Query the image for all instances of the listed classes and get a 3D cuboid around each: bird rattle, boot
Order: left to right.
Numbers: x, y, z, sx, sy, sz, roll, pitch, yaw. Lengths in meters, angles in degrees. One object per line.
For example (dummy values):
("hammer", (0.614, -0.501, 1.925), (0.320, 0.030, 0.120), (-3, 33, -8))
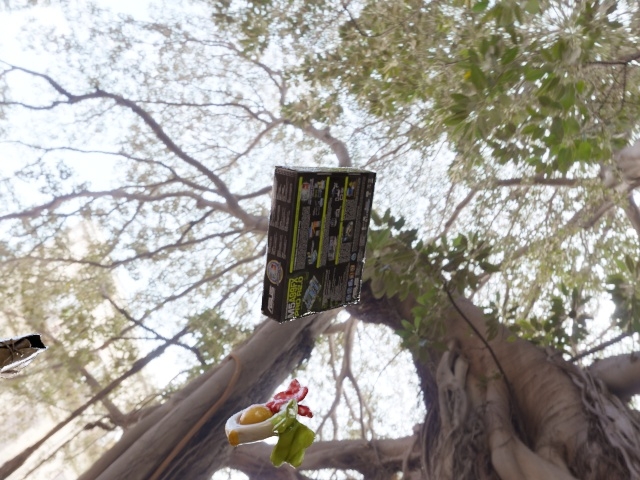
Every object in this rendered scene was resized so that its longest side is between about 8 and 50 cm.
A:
("boot", (-0.711, 0.246, 1.101), (0.115, 0.305, 0.112), (-30, -95, -8))
("bird rattle", (-0.116, 0.403, 1.159), (0.206, 0.253, 0.143), (-9, -81, -7))

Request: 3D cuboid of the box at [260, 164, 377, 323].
("box", (0.000, 0.000, 0.930), (0.060, 0.216, 0.270), (19, -71, 42))
